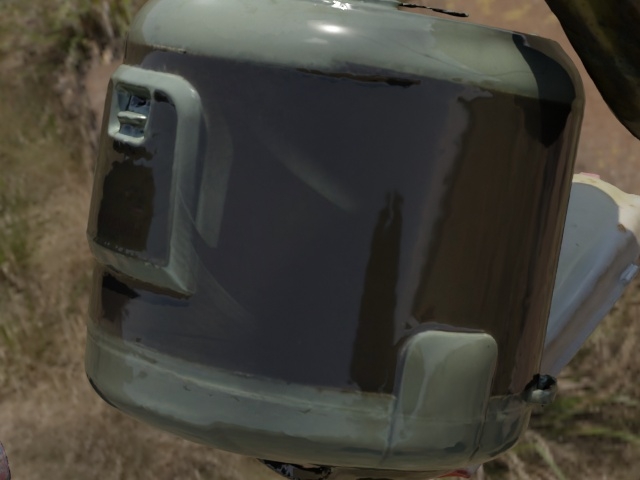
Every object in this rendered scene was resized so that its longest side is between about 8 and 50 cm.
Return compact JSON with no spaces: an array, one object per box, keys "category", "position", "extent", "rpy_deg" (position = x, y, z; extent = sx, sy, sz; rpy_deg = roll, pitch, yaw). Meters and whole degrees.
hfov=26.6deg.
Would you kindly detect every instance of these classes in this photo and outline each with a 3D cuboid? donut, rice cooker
[{"category":"donut","position":[0.210,0.085,1.472],"extent":[0.142,0.382,0.382],"rpy_deg":[38,53,8]},{"category":"rice cooker","position":[0.000,0.000,0.924],"extent":[0.335,0.325,0.335],"rpy_deg":[9,7,-1]}]

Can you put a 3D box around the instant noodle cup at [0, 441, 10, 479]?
[{"category":"instant noodle cup","position":[-0.500,0.302,1.572],"extent":[0.243,0.243,0.231],"rpy_deg":[-3,10,15]}]

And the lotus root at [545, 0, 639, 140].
[{"category":"lotus root","position":[0.229,-0.153,0.810],"extent":[0.152,0.275,0.160],"rpy_deg":[-1,47,46]}]
